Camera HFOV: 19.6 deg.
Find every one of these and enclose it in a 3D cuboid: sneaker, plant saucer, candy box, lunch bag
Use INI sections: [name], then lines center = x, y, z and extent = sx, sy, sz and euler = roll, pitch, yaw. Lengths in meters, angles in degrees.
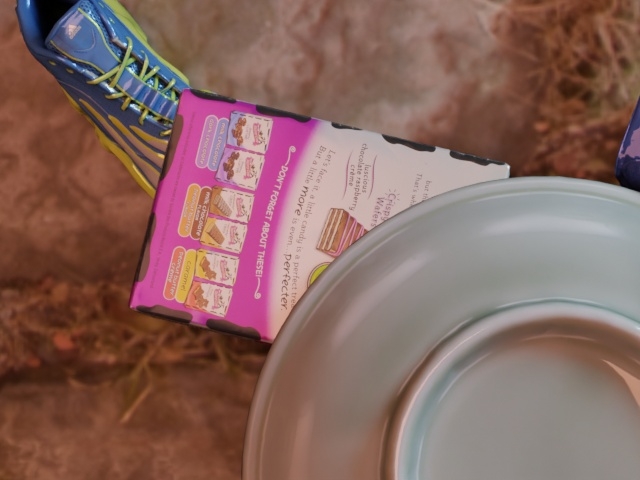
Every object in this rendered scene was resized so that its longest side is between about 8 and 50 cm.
[sneaker]
center = -0.146, -0.106, 1.354
extent = 0.240, 0.126, 0.091
euler = 44, 96, 19
[plant saucer]
center = 0.148, 0.149, 1.178
extent = 0.400, 0.100, 0.401
euler = 0, 82, 0
[candy box]
center = 0.000, 0.000, 1.287
extent = 0.233, 0.071, 0.159
euler = 14, 86, 2
[lunch bag]
center = 0.246, -0.073, 1.254
extent = 0.065, 0.067, 0.098
euler = 19, 87, 19
